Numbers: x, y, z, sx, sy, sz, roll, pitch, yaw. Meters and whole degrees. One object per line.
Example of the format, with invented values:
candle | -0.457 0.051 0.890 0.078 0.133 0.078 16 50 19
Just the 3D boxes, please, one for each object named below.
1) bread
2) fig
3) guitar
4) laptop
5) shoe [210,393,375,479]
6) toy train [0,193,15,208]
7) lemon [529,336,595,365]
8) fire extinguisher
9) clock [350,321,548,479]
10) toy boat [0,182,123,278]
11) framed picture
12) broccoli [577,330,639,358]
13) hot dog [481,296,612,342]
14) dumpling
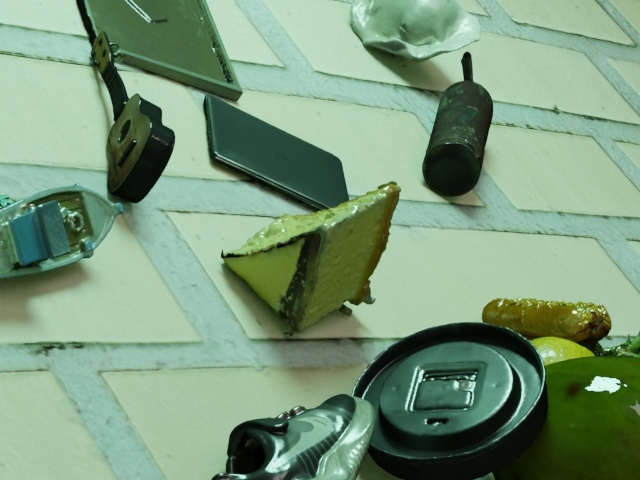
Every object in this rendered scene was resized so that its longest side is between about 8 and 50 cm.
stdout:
bread | 0.000 0.000 1.753 0.127 0.152 0.147 44 37 15
fig | 0.259 0.196 1.706 0.225 0.203 0.203 28 22 27
guitar | -0.197 -0.134 1.814 0.038 0.084 0.271 25 23 -29
laptop | -0.047 -0.090 1.970 0.180 0.016 0.129 24 30 -23
shoe | -0.027 0.184 1.493 0.112 0.099 0.227 27 29 -3
toy train | -0.300 -0.023 1.559 0.045 0.029 0.092 35 27 17
lemon | 0.235 0.152 1.827 0.133 0.109 0.109 31 28 -18
fire extinguisher | 0.176 -0.151 2.245 0.072 0.089 0.268 -6 25 14
clock | 0.120 0.149 1.646 0.184 0.184 0.040 -97 170 -54
toy boat | -0.234 -0.010 1.558 0.173 0.058 0.069 -21 98 -58
framed picture | -0.202 -0.272 2.066 0.192 0.018 0.265 17 34 -33
broccoli | 0.338 0.156 1.908 0.146 0.138 0.162 26 0 40
hot dog | 0.241 0.085 1.913 0.071 0.045 0.165 4 -1 -34
dumpling | 0.117 -0.285 2.376 0.188 0.108 0.127 30 62 19
